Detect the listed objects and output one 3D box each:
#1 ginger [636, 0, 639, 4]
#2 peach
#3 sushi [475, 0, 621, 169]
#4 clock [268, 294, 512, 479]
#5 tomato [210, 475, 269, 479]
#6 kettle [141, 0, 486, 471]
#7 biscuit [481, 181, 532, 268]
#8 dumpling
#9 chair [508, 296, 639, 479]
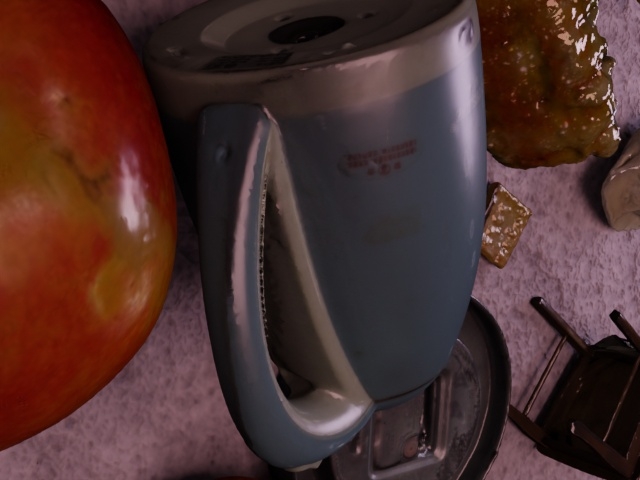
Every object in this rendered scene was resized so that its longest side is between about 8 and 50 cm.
[{"bbox_3d":[0.299,-0.359,1.266,0.333,0.080,0.166,9,85,-42],"label":"ginger"},{"bbox_3d":[-0.275,-0.029,0.742,0.388,0.388,0.388,-11,109,-35],"label":"peach"},{"bbox_3d":[0.174,-0.191,0.963,0.184,0.139,0.274,-84,158,-48],"label":"sushi"},{"bbox_3d":[0.081,0.196,1.258,0.319,0.066,0.318,-12,109,-36],"label":"clock"},{"bbox_3d":[-0.045,0.343,1.105,0.259,0.260,0.180,66,34,-29],"label":"tomato"},{"bbox_3d":[0.000,0.000,0.863,0.319,0.247,0.342,-45,133,-50],"label":"kettle"},{"bbox_3d":[0.210,-0.017,1.329,0.081,0.018,0.083,33,82,-39],"label":"biscuit"},{"bbox_3d":[0.445,-0.073,1.445,0.216,0.126,0.166,-40,150,-33],"label":"dumpling"},{"bbox_3d":[0.376,0.215,1.437,0.319,0.160,0.186,39,72,-37],"label":"chair"}]
